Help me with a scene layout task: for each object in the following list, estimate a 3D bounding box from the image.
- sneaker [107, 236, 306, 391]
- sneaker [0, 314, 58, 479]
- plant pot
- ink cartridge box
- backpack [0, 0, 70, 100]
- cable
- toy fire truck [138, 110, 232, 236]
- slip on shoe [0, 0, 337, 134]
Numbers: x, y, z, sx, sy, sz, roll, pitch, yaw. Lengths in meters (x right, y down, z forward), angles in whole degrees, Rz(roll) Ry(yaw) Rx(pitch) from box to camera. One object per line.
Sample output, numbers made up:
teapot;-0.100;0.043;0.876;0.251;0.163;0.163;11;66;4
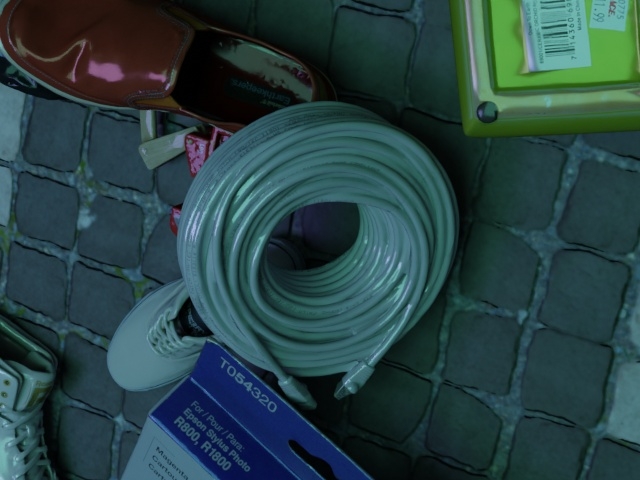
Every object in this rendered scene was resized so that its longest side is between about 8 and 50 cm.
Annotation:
sneaker;-0.133;0.077;1.522;0.258;0.091;0.094;-37;85;27
sneaker;-0.329;0.213;1.639;0.169;0.108;0.292;-43;82;30
plant pot;0.219;-0.193;1.227;0.227;0.207;0.228;-1;103;25
ink cartridge box;-0.052;0.297;1.482;0.324;0.071;0.330;40;142;12
backpack;-0.280;-0.241;1.503;0.152;0.115;0.182;23;108;22
cable;0.000;0.000;1.376;0.257;0.089;0.257;-43;121;7
toy fire truck;-0.133;-0.093;1.506;0.135;0.047;0.192;20;111;20
slip on shoe;-0.142;-0.168;1.405;0.331;0.101;0.123;19;86;0
